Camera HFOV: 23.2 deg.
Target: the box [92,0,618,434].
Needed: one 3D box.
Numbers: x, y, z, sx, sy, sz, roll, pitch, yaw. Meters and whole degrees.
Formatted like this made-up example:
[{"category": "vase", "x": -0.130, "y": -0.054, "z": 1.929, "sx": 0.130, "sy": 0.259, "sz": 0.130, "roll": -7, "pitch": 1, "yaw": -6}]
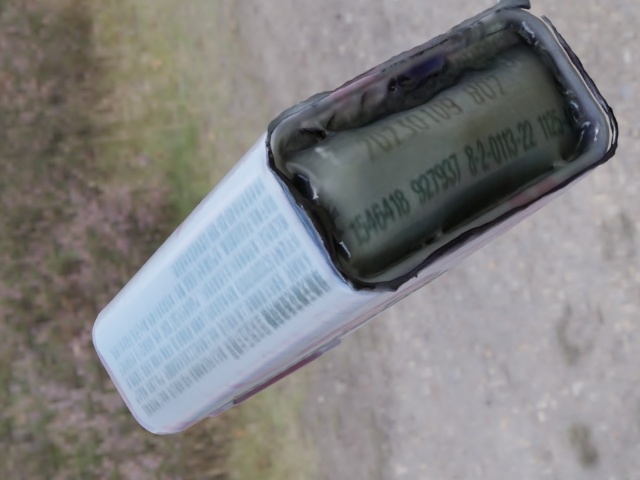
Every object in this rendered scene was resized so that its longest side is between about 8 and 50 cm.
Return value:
[{"category": "box", "x": 0.000, "y": 0.000, "z": 0.897, "sx": 0.112, "sy": 0.190, "sz": 0.370, "roll": 57, "pitch": 151, "yaw": 5}]
